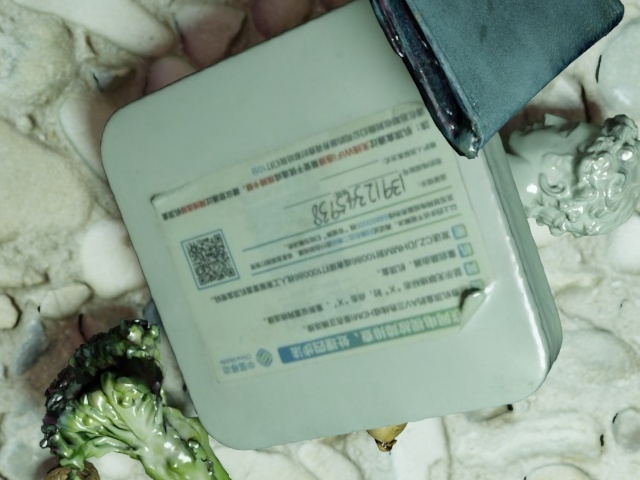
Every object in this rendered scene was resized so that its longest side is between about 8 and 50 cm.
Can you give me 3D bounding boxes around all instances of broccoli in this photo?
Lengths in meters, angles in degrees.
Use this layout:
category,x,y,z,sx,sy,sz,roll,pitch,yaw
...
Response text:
category,x,y,z,sx,sy,sz,roll,pitch,yaw
broccoli,-0.173,0.233,0.869,0.165,0.145,0.304,-34,105,14

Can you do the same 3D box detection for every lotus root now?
category,x,y,z,sx,sy,sz,roll,pitch,yaw
lotus root,0.074,0.163,0.865,0.063,0.072,0.151,5,96,-5

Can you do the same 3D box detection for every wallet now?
category,x,y,z,sx,sy,sz,roll,pitch,yaw
wallet,0.169,-0.226,0.701,0.046,0.379,0.190,-24,101,45

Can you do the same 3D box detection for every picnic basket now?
category,x,y,z,sx,sy,sz,roll,pitch,yaw
picnic basket,-0.294,0.293,0.892,0.072,0.083,0.072,0,97,3

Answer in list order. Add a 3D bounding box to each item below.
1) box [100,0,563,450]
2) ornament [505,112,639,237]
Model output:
category,x,y,z,sx,sy,sz,roll,pitch,yaw
box,0.000,0.000,0.780,0.396,0.111,0.396,-16,95,27
ornament,0.193,-0.065,0.812,0.285,0.120,0.130,-1,113,4
